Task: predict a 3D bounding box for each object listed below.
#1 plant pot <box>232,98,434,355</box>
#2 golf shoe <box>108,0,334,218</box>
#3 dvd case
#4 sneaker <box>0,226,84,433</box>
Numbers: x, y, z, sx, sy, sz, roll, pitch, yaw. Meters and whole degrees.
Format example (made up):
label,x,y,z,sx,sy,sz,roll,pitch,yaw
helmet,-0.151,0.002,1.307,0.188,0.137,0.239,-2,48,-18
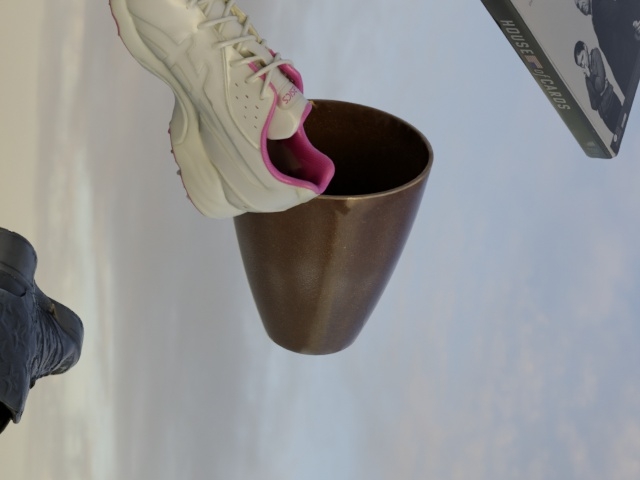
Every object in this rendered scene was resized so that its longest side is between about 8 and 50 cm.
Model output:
label,x,y,z,sx,sy,sz,roll,pitch,yaw
plant pot,0.000,0.000,1.316,0.215,0.215,0.230,-115,-155,-55
golf shoe,-0.078,-0.153,1.043,0.115,0.140,0.306,-55,137,-40
dvd case,0.182,-0.195,0.879,0.029,0.238,0.179,6,-115,38
sneaker,-0.154,0.054,0.579,0.170,0.051,0.089,85,11,-62
